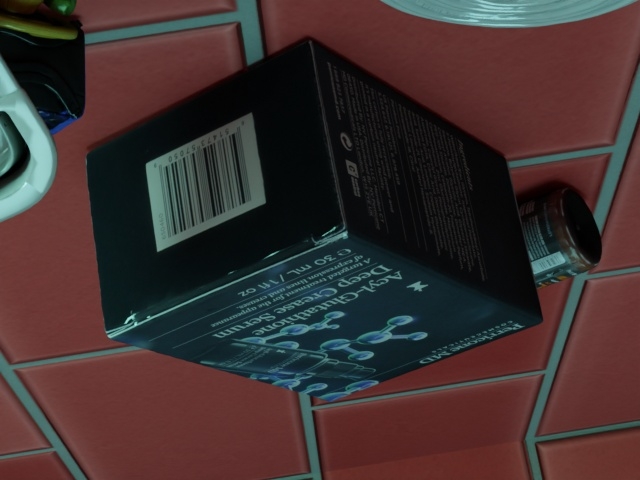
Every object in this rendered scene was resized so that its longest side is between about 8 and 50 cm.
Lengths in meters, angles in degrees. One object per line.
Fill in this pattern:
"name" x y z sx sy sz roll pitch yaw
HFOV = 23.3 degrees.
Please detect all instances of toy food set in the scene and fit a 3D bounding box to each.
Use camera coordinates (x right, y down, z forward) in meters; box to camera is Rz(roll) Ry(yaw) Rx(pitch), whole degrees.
"toy food set" -0.248 -0.207 1.193 0.128 0.071 0.218 12 -171 -19

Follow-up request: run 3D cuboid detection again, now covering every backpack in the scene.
"backpack" -0.275 -0.142 1.337 0.120 0.098 0.101 12 153 -41

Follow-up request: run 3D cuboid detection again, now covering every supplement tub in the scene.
"supplement tub" 0.233 0.016 1.883 0.198 0.106 0.106 -23 153 30

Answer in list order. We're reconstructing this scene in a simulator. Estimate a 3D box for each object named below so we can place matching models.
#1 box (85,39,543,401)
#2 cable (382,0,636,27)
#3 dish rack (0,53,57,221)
"box" 0.000 0.000 1.624 0.293 0.212 0.395 -24 154 29
"cable" 0.152 -0.244 1.216 0.257 0.089 0.257 -2 166 13
"dish rack" -0.370 -0.125 1.084 0.285 0.072 0.333 -22 125 7
